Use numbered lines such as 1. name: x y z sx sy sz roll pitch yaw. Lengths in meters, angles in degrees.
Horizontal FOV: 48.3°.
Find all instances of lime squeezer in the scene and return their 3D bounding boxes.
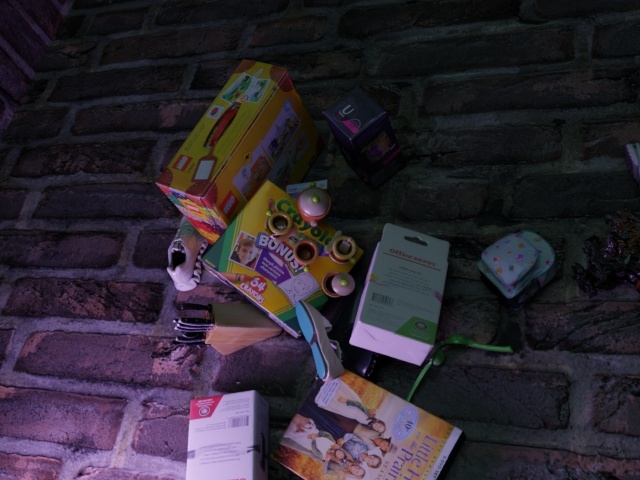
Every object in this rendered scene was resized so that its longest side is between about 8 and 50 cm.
1. lime squeezer: 0.343 0.316 1.893 0.310 0.059 0.110 -27 83 2

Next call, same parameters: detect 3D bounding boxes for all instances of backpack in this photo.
1. backpack: 0.534 0.064 1.912 0.188 0.144 0.166 -34 48 -5

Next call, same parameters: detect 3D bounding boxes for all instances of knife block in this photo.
1. knife block: -0.278 0.231 2.065 0.275 0.242 0.088 -22 55 7

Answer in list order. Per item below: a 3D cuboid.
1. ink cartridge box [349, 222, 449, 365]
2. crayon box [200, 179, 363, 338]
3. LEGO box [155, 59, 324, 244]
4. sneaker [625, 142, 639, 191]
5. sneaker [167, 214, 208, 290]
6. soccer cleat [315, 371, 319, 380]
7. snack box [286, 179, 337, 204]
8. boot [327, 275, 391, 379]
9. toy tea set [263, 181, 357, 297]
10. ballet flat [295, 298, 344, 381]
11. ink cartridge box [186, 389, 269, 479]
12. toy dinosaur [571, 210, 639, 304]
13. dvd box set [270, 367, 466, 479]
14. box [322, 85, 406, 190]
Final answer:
1. ink cartridge box: 0.222 0.138 1.936 0.207 0.119 0.354 18 51 2
2. crayon box: -0.111 0.054 2.098 0.362 0.106 0.313 37 76 4
3. LEGO box: -0.234 -0.252 2.273 0.193 0.372 0.500 19 68 31
4. sneaker: 0.918 -0.167 1.925 0.115 0.105 0.282 -14 55 13
5. sneaker: -0.440 0.015 2.346 0.110 0.118 0.292 -11 55 17
6. soccer cleat: 0.009 0.357 1.999 0.029 0.036 0.083 14 66 28
7. snack box: -0.028 -0.146 2.292 0.141 0.100 0.037 -6 58 18
8. boot: 0.136 0.242 1.982 0.207 0.094 0.247 29 79 37
9. toy tea set: 0.000 0.000 2.005 0.200 0.124 0.336 -38 82 -16
10. ballet flat: 0.003 0.269 1.951 0.086 0.086 0.249 -24 61 6
11. ink cartridge box: -0.247 0.563 1.922 0.196 0.114 0.273 -11 55 14
12. toy dinosaur: 0.779 0.060 1.820 0.218 0.165 0.322 -5 34 0
13. dvd box set: 0.116 0.530 1.831 0.420 0.062 0.308 23 70 32
14. box: 0.140 -0.314 2.225 0.143 0.270 0.165 -37 53 -4
